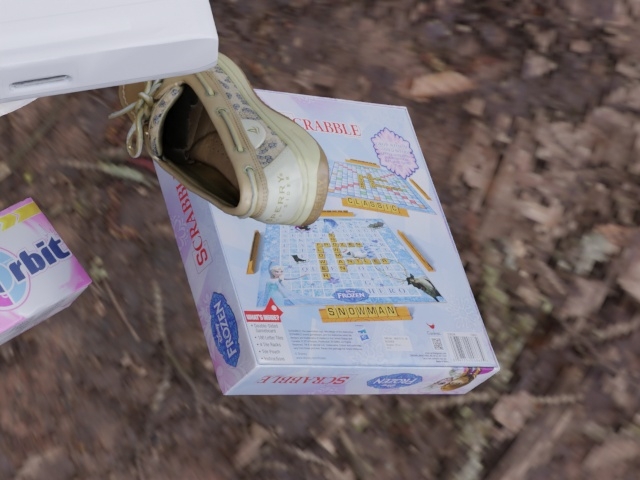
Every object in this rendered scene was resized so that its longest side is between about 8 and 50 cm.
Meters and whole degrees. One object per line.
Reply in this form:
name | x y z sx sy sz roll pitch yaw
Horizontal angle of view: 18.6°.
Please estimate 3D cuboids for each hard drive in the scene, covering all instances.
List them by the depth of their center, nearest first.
hard drive | -0.218 -0.252 1.329 0.233 0.047 0.353 -10 62 -10

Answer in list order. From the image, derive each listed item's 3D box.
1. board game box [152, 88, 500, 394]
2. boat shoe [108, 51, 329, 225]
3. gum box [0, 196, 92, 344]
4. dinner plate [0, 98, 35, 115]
board game box | 0.000 0.000 1.944 0.318 0.066 0.318 5 58 -40
boat shoe | -0.104 -0.098 1.687 0.089 0.285 0.105 -5 115 -37
gum box | -0.323 0.043 1.900 0.188 0.062 0.107 -31 83 -42
dinner plate | -0.281 -0.144 1.673 0.141 0.141 0.017 -27 124 -9
